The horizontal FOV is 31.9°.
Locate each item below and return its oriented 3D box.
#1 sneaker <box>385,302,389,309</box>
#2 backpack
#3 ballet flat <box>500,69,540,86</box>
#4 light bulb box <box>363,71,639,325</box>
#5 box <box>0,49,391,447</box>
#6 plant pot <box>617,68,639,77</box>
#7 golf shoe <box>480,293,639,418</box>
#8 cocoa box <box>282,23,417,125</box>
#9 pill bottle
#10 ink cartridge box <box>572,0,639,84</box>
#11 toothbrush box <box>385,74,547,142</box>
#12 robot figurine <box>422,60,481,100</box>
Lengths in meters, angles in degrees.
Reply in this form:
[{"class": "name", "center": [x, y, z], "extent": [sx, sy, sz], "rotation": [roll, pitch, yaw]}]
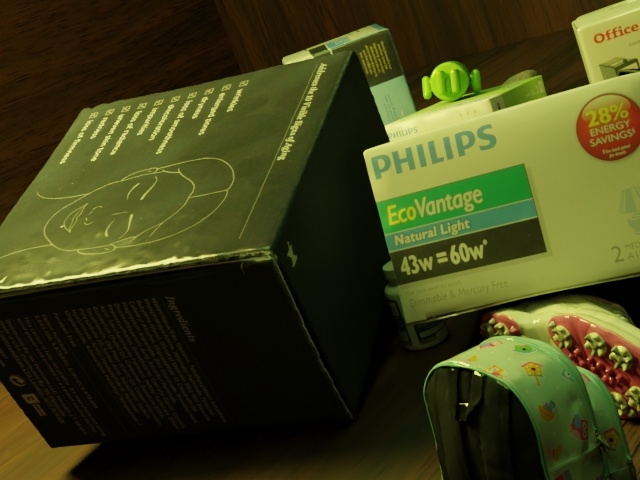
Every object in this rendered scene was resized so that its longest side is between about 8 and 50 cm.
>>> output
[{"class": "sneaker", "center": [0.086, 0.061, 1.709], "extent": [0.293, 0.102, 0.146], "rotation": [-29, 17, -29]}, {"class": "backpack", "center": [0.180, 0.176, 0.992], "extent": [0.144, 0.188, 0.166], "rotation": [-28, 16, -27]}, {"class": "ballet flat", "center": [0.428, -0.293, 2.570], "extent": [0.316, 0.107, 0.106], "rotation": [-34, 39, -26]}, {"class": "light bulb box", "center": [0.299, -0.056, 1.417], "extent": [0.358, 0.225, 0.361], "rotation": [-14, -1, 26]}, {"class": "box", "center": [-0.165, 0.008, 1.577], "extent": [0.472, 0.297, 0.480], "rotation": [-10, 35, 24]}, {"class": "plant pot", "center": [0.599, -0.189, 1.785], "extent": [0.167, 0.187, 0.188], "rotation": [-11, 12, -14]}, {"class": "golf shoe", "center": [0.304, 0.108, 1.231], "extent": [0.140, 0.115, 0.306], "rotation": [-23, 15, -22]}, {"class": "cocoa box", "center": [0.084, -0.259, 2.379], "extent": [0.228, 0.347, 0.231], "rotation": [-20, 14, 1]}, {"class": "pill bottle", "center": [0.127, 0.084, 1.531], "extent": [0.067, 0.120, 0.067], "rotation": [-19, 15, 5]}, {"class": "ink cartridge box", "center": [0.567, -0.276, 1.921], "extent": [0.198, 0.272, 0.115], "rotation": [-18, 15, 14]}, {"class": "toothbrush box", "center": [0.261, -0.187, 1.935], "extent": [0.206, 0.122, 0.283], "rotation": [-12, 8, 31]}, {"class": "robot figurine", "center": [0.225, -0.276, 1.935], "extent": [0.101, 0.067, 0.115], "rotation": [-8, 9, 12]}]
